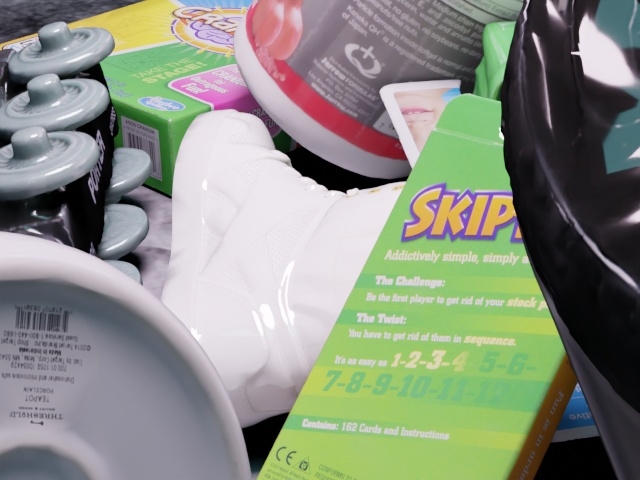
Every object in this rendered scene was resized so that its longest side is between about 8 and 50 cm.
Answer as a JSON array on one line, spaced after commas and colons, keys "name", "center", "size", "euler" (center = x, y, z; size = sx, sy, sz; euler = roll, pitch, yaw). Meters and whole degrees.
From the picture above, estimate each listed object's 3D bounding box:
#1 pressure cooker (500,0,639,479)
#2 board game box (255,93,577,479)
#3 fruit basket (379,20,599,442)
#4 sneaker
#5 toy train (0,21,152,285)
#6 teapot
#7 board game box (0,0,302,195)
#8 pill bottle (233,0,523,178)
[{"name": "pressure cooker", "center": [0.289, 0.045, 0.582], "size": [0.375, 0.420, 0.370], "euler": [-20, 46, 9]}, {"name": "board game box", "center": [0.065, 0.054, 0.787], "size": [0.124, 0.259, 0.039], "euler": [18, -13, 34]}, {"name": "fruit basket", "center": [0.231, -0.022, 0.974], "size": [0.327, 0.165, 0.353], "euler": [-4, 31, -11]}, {"name": "sneaker", "center": [0.000, 0.000, 0.966], "size": [0.169, 0.108, 0.292], "euler": [-15, 34, 10]}, {"name": "toy train", "center": [-0.218, -0.032, 1.063], "size": [0.190, 0.142, 0.334], "euler": [-13, 28, 4]}, {"name": "teapot", "center": [-0.169, 0.116, 0.660], "size": [0.187, 0.256, 0.252], "euler": [-5, 34, 50]}, {"name": "board game box", "center": [-0.080, -0.144, 1.348], "size": [0.242, 0.064, 0.316], "euler": [23, 35, 40]}, {"name": "pill bottle", "center": [0.090, -0.209, 1.124], "size": [0.176, 0.318, 0.176], "euler": [28, 32, -19]}]
